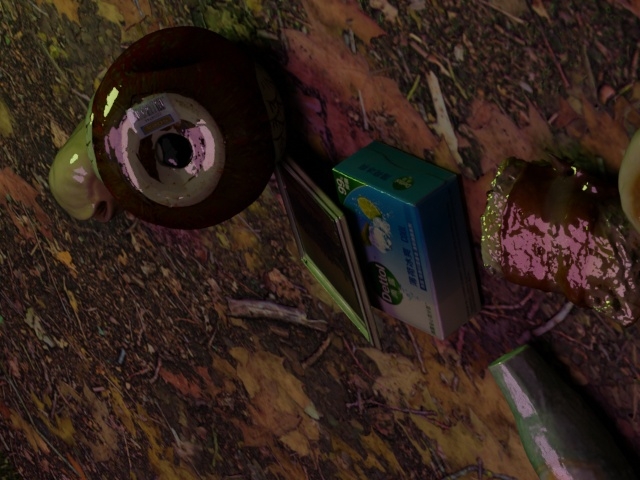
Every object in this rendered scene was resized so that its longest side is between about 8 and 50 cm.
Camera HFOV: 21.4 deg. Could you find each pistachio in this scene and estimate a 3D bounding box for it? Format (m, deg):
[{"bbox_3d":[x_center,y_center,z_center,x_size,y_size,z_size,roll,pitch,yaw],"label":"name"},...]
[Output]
[{"bbox_3d":[-0.319,-0.096,2.396,0.223,0.126,0.152,146,123,-66],"label":"pistachio"}]

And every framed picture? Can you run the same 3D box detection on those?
[{"bbox_3d":[0.000,0.000,2.037,0.252,0.014,0.197,49,160,56],"label":"framed picture"}]

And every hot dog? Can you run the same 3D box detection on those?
[{"bbox_3d":[0.252,-0.004,1.665,0.213,0.103,0.146,26,120,27],"label":"hot dog"}]

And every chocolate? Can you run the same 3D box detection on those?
[{"bbox_3d":[0.286,0.248,1.882,0.291,0.110,0.110,57,152,0],"label":"chocolate"}]

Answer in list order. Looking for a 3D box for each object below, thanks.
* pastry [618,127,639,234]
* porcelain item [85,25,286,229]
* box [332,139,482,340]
[{"bbox_3d":[0.337,-0.048,1.492,0.156,0.092,0.156,33,145,28],"label":"pastry"},{"bbox_3d":[-0.157,-0.145,2.044,0.253,0.253,0.253,37,147,29],"label":"porcelain item"},{"bbox_3d":[0.099,0.000,1.915,0.139,0.073,0.194,25,141,43],"label":"box"}]
